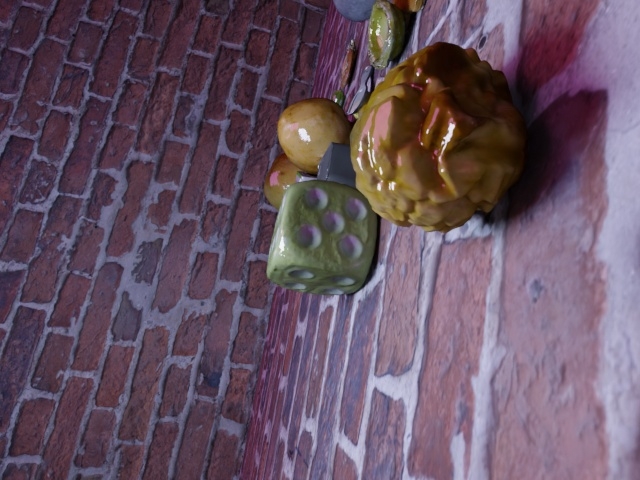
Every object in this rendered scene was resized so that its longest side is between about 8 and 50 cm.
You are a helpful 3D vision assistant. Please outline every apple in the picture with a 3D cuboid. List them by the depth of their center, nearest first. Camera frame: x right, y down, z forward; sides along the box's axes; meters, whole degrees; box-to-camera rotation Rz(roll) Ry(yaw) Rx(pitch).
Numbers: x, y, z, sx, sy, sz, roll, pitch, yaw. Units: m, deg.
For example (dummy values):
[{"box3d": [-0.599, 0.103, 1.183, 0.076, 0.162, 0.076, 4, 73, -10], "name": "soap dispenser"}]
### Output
[{"box3d": [-0.122, -0.270, 2.043, 0.319, 0.276, 0.320, -167, 90, -81], "name": "apple"}]

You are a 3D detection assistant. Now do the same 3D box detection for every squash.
[{"box3d": [0.062, -0.584, 2.008, 0.066, 0.066, 0.229, -100, 23, -64], "name": "squash"}]

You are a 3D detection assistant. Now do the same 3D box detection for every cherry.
[{"box3d": [0.143, -0.941, 1.561, 0.296, 0.217, 0.255, 100, 149, -70], "name": "cherry"}]

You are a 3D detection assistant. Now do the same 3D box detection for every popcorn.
[{"box3d": [0.153, -0.142, 0.639, 0.332, 0.224, 0.265, 92, -176, -83], "name": "popcorn"}]

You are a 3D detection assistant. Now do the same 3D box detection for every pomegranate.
[{"box3d": [-0.018, -0.379, 1.576, 0.307, 0.306, 0.308, -168, 90, -79], "name": "pomegranate"}]

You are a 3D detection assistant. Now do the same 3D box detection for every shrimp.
[{"box3d": [0.129, -0.782, 1.916, 0.115, 0.051, 0.217, -127, 51, -68], "name": "shrimp"}]

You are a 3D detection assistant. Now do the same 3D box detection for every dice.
[{"box3d": [0.000, 0.000, 1.163, 0.252, 0.249, 0.255, 125, 156, -63], "name": "dice"}]

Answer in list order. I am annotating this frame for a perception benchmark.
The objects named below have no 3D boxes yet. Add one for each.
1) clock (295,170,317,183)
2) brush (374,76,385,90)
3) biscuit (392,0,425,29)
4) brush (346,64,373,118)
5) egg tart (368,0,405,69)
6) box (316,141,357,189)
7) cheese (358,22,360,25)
[{"box3d": [-0.037, -0.101, 1.683, 0.235, 0.165, 0.310, -118, 38, -74], "name": "clock"}, {"box3d": [0.162, -0.388, 1.393, 0.103, 0.013, 0.273, -105, 28, -69], "name": "brush"}, {"box3d": [0.244, -0.676, 1.202, 0.240, 0.035, 0.158, -123, 34, -80], "name": "biscuit"}, {"box3d": [0.155, -0.504, 1.477, 0.068, 0.060, 0.297, -27, 34, 43], "name": "brush"}, {"box3d": [0.190, -0.584, 1.226, 0.197, 0.078, 0.197, 175, 90, -83], "name": "egg tart"}, {"box3d": [0.068, -0.205, 1.350, 0.243, 0.134, 0.164, 144, 137, -74], "name": "box"}, {"box3d": [0.202, -0.993, 1.737, 0.155, 0.062, 0.244, -93, 21, -50], "name": "cheese"}]
